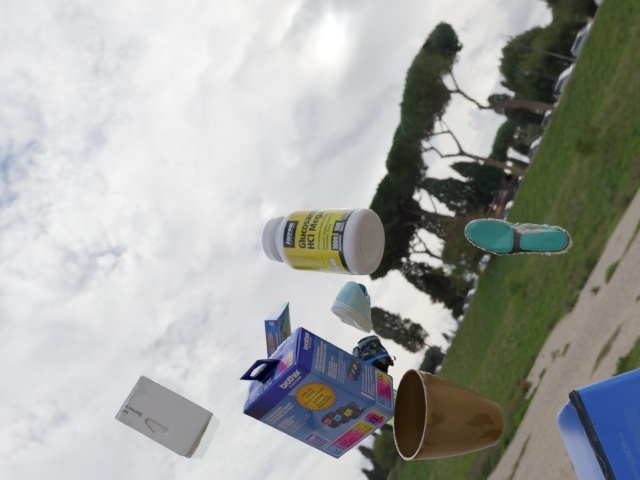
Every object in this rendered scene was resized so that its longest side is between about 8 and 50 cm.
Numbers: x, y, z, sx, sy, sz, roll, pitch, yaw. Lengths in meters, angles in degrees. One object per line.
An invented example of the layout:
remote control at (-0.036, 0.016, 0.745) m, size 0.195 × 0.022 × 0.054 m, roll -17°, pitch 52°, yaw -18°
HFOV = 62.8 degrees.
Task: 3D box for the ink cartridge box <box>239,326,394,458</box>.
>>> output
ink cartridge box at (-0.029, 0.421, 1.476) m, size 0.270 × 0.395 × 0.151 m, roll -49°, pitch 17°, yaw 29°

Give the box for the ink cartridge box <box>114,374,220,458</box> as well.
ink cartridge box at (-0.386, 0.471, 1.374) m, size 0.121 × 0.211 × 0.289 m, roll -62°, pitch -4°, yaw -23°

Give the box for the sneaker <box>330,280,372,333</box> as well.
sneaker at (0.143, 0.242, 1.926) m, size 0.150 × 0.135 × 0.366 m, roll -63°, pitch -18°, yaw -11°

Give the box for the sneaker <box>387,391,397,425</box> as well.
sneaker at (0.264, 0.629, 1.994) m, size 0.123 × 0.295 × 0.109 m, roll -59°, pitch -43°, yaw -20°

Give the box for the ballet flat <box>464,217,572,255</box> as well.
ballet flat at (0.472, -0.002, 1.261) m, size 0.077 × 0.241 × 0.091 m, roll 12°, pitch -92°, yaw -67°

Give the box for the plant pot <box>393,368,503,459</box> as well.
plant pot at (0.360, 0.487, 1.444) m, size 0.237 × 0.254 × 0.237 m, roll -171°, pitch 90°, yaw -80°

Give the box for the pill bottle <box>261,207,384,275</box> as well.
pill bottle at (0.000, 0.000, 1.520) m, size 0.188 × 0.334 × 0.188 m, roll -3°, pitch -86°, yaw -55°

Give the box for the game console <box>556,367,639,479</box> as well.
game console at (0.599, 0.430, 1.002) m, size 0.250 × 0.293 × 0.173 m, roll -30°, pitch -40°, yaw 26°

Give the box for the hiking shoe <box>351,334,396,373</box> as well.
hiking shoe at (0.136, 0.448, 1.649) m, size 0.113 × 0.132 × 0.304 m, roll -5°, pitch -57°, yaw -33°

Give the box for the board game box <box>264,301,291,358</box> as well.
board game box at (-0.139, 0.311, 1.765) m, size 0.210 × 0.047 × 0.160 m, roll -50°, pitch -43°, yaw -78°
